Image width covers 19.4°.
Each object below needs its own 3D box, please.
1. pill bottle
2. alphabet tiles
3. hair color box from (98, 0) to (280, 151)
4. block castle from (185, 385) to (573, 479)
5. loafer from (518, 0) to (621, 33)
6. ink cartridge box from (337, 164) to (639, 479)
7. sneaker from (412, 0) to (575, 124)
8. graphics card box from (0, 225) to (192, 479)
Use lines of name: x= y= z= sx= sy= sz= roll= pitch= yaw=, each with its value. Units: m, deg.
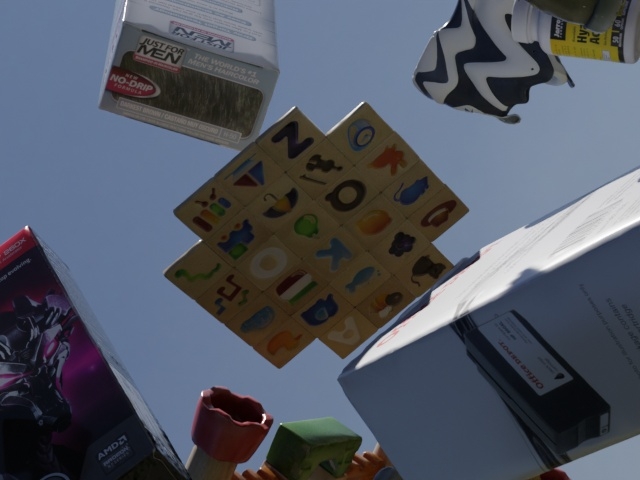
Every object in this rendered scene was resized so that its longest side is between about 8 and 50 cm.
pill bottle: x=0.238 y=-0.200 z=1.727 sx=0.065 sy=0.116 sz=0.065 roll=8 pitch=-90 yaw=-71
alphabet tiles: x=0.000 y=0.000 z=2.050 sx=0.285 sy=0.011 sz=0.342 roll=-41 pitch=-45 yaw=7
hair color box: x=-0.155 y=-0.246 z=2.247 sx=0.374 sy=0.185 sz=0.113 roll=-96 pitch=24 yaw=-65
block castle: x=0.079 y=0.275 z=2.138 sx=0.453 sy=0.303 sz=0.212 roll=1 pitch=-62 yaw=-53
loafer: x=0.184 y=-0.260 z=1.530 sx=0.251 sy=0.087 sz=0.094 roll=-101 pitch=23 yaw=-55
ink cartridge box: x=0.250 y=0.056 z=1.628 sx=0.395 sy=0.166 sz=0.285 roll=-30 pitch=5 yaw=42
sneaker: x=0.212 y=-0.226 z=1.932 sx=0.235 sy=0.153 sz=0.094 roll=-61 pitch=-7 yaw=4
graphics card box: x=-0.296 y=0.174 z=1.818 sx=0.233 sy=0.371 sz=0.094 roll=-36 pitch=-44 yaw=0
